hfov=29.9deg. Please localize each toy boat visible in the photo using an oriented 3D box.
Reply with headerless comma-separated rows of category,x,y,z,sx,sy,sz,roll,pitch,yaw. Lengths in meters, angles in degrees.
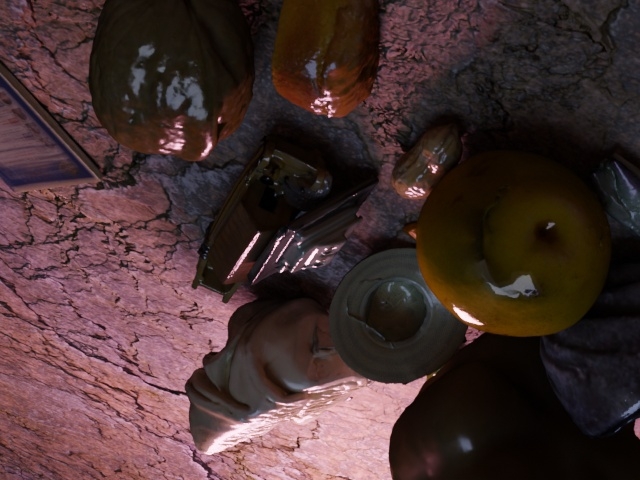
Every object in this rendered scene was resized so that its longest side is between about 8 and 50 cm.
toy boat,-0.110,-0.017,1.984,0.136,0.162,0.445,24,147,-11

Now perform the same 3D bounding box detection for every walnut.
walnut,-0.201,-0.241,1.639,0.283,0.227,0.283,43,146,39

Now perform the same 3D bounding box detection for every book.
book,-0.551,-0.198,2.075,0.228,0.018,0.322,-4,140,33

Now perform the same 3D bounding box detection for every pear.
pear,0.272,0.018,1.744,0.285,0.285,0.336,15,153,6

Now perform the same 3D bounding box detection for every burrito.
burrito,0.498,-0.025,1.751,0.309,0.066,0.096,35,139,-23

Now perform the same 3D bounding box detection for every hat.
hat,0.130,0.118,2.096,0.252,0.252,0.110,29,-173,-15

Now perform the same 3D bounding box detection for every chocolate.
chocolate,0.461,0.137,1.850,0.213,0.303,0.303,48,147,8

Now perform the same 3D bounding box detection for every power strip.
power strip,0.000,0.000,1.914,0.064,0.213,0.198,54,150,13

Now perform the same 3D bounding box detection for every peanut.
peanut,0.158,-0.113,1.781,0.080,0.080,0.174,25,146,-9

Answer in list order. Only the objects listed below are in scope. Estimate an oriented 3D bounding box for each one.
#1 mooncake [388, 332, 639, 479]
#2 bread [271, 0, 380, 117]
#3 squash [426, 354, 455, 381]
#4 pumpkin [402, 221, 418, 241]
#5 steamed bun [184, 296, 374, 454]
mooncake,0.356,0.379,2.055,0.467,0.467,0.262,29,139,-14
bread,0.005,-0.248,1.617,0.129,0.134,0.260,14,146,10
squash,0.234,0.279,2.330,0.066,0.066,0.229,13,147,10
pumpkin,0.189,-0.005,1.966,0.073,0.035,0.101,36,141,-29
steamed bun,-0.089,0.227,2.263,0.394,0.237,0.346,-24,166,6
